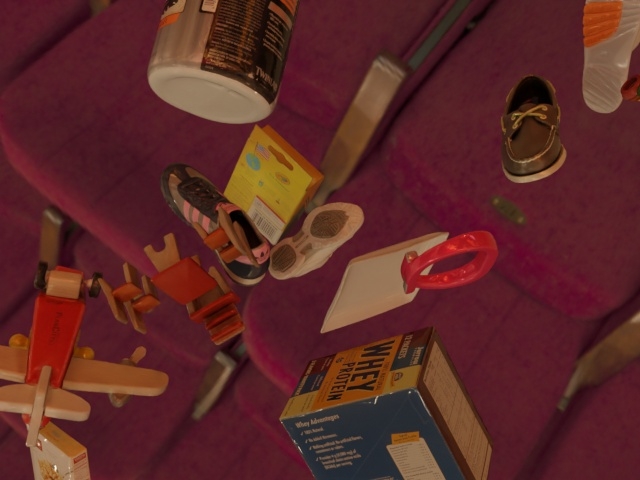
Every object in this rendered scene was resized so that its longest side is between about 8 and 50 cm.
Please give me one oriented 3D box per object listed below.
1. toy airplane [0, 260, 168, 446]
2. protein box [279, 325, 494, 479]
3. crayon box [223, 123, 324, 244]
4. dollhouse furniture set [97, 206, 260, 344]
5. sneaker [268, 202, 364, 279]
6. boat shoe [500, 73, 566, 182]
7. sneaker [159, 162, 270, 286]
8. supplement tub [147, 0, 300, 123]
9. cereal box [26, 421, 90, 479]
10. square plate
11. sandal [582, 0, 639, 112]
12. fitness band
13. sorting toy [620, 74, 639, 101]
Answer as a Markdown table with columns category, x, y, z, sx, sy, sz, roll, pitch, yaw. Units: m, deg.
| category | x | y | z | sx | sy | sz | roll | pitch | yaw |
| --- | --- | --- | --- | --- | --- | --- | --- | --- | --- |
| toy airplane | -0.572 | 0.265 | 1.750 | 0.386 | 0.384 | 0.272 | 45 | 137 | 15 |
| protein box | 0.092 | 0.253 | 1.097 | 0.200 | 0.136 | 0.201 | -20 | 109 | 26 |
| crayon box | -0.117 | -0.150 | 2.111 | 0.202 | 0.081 | 0.318 | 44 | 144 | 6 |
| dollhouse furniture set | -0.233 | 0.093 | 1.554 | 0.135 | 0.262 | 0.259 | 61 | -177 | 25 |
| sneaker | 0.000 | 0.000 | 1.728 | 0.232 | 0.115 | 0.090 | -34 | 70 | 18 |
| boat shoe | 0.363 | -0.197 | 1.436 | 0.109 | 0.305 | 0.091 | -10 | 117 | 22 |
| sneaker | -0.207 | -0.061 | 1.678 | 0.319 | 0.112 | 0.131 | 47 | 149 | 13 |
| supplement tub | -0.129 | -0.350 | 1.227 | 0.194 | 0.316 | 0.193 | 11 | 166 | 3 |
| cereal box | -0.564 | 0.521 | 1.806 | 0.173 | 0.047 | 0.240 | 20 | 121 | 37 |
| square plate | 0.175 | 0.114 | 2.403 | 0.049 | 0.347 | 0.344 | 57 | 148 | 28 |
| sandal | 0.529 | -0.365 | 1.505 | 0.102 | 0.076 | 0.265 | 19 | 130 | 26 |
| fitness band | 0.287 | 0.053 | 1.865 | 0.291 | 0.209 | 0.054 | 90 | 166 | -70 |
| sorting toy | 0.542 | -0.250 | 1.365 | 0.042 | 0.061 | 0.102 | 36 | -179 | -17 |
